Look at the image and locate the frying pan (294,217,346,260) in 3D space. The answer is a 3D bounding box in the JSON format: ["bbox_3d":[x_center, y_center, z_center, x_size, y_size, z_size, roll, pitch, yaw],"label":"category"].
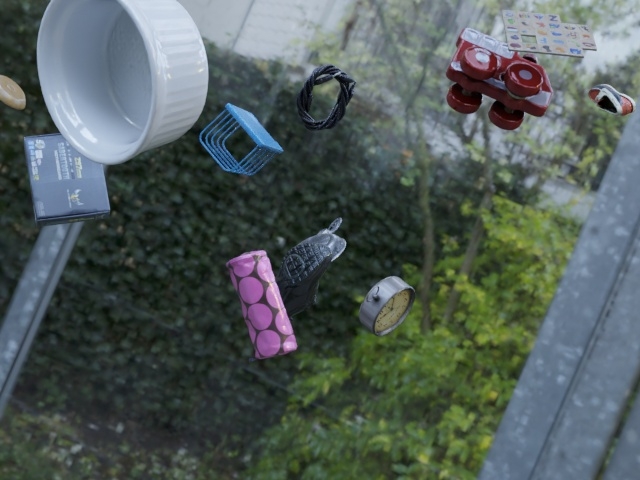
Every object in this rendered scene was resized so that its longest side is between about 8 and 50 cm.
[{"bbox_3d":[0.019,0.001,2.639,0.197,0.326,0.053,-2,-57,47],"label":"frying pan"}]

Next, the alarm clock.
[{"bbox_3d":[0.133,0.132,1.887,0.064,0.129,0.192,39,-2,27],"label":"alarm clock"}]

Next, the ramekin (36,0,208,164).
[{"bbox_3d":[-0.305,-0.267,1.392,0.277,0.277,0.135,23,29,31],"label":"ramekin"}]

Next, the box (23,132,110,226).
[{"bbox_3d":[-0.649,-0.160,2.270,0.183,0.232,0.059,-7,-15,-20],"label":"box"}]

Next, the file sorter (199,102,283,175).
[{"bbox_3d":[-0.176,-0.213,1.950,0.118,0.104,0.170,49,9,7],"label":"file sorter"}]

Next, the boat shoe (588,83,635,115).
[{"bbox_3d":[0.600,-0.292,1.857,0.043,0.049,0.137,-19,30,-12],"label":"boat shoe"}]

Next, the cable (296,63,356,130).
[{"bbox_3d":[0.008,-0.378,2.382,0.151,0.184,0.047,21,20,-39],"label":"cable"}]

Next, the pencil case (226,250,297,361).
[{"bbox_3d":[-0.118,0.124,1.708,0.095,0.209,0.098,-16,3,-15],"label":"pencil case"}]

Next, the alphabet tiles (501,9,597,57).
[{"bbox_3d":[0.604,-0.545,2.344,0.237,0.009,0.198,6,44,-1],"label":"alphabet tiles"}]

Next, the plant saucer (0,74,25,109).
[{"bbox_3d":[-0.577,-0.279,1.644,0.083,0.015,0.083,44,18,-19],"label":"plant saucer"}]

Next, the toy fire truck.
[{"bbox_3d":[0.500,-0.464,2.455,0.302,0.254,0.169,23,-37,6],"label":"toy fire truck"}]

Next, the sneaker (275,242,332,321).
[{"bbox_3d":[-0.052,0.109,2.242,0.130,0.286,0.109,19,42,-35],"label":"sneaker"}]
